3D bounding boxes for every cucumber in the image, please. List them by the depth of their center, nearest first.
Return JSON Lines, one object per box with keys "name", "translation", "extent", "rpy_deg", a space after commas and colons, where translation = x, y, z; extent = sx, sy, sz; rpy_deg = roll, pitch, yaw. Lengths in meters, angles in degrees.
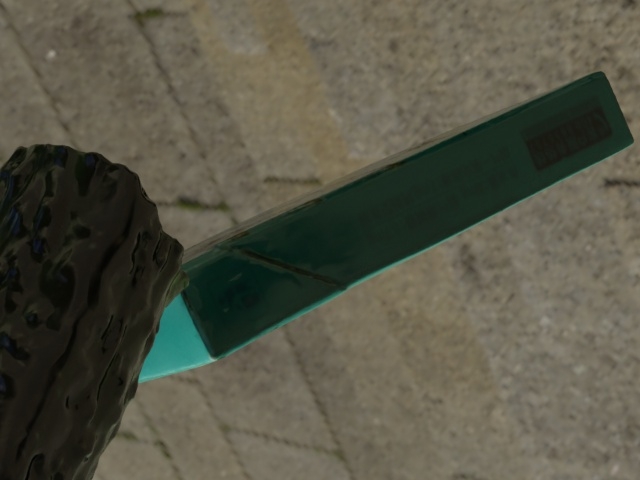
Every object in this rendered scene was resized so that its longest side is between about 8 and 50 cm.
{"name": "cucumber", "translation": [-0.086, 0.065, 0.323], "extent": [0.058, 0.187, 0.058], "rpy_deg": [18, 149, 11]}

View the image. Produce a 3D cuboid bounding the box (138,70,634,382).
{"name": "box", "translation": [0.000, 0.000, 0.622], "extent": [0.161, 0.226, 0.042], "rpy_deg": [-23, 93, 56]}
